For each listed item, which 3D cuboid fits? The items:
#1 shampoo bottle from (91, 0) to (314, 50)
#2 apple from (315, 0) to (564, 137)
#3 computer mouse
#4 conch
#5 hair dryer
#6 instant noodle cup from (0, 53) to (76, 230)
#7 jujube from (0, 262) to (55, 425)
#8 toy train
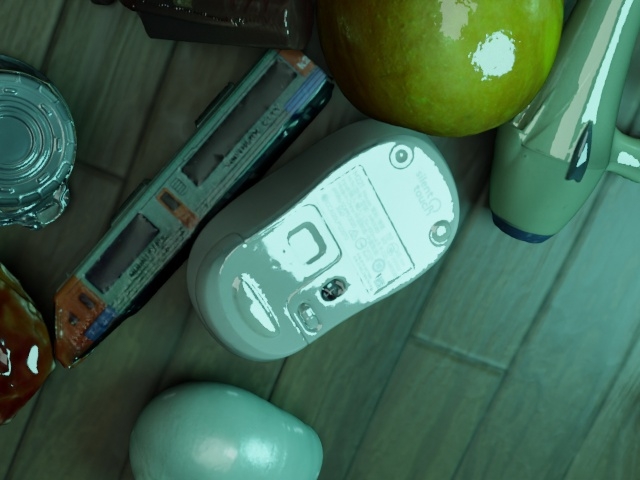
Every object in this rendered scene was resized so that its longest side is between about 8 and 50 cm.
[{"bbox_3d":[-0.122,-0.232,0.798,0.237,0.067,0.068,13,67,22],"label":"shampoo bottle"},{"bbox_3d":[0.107,-0.202,0.764,0.237,0.237,0.207,-8,101,0],"label":"apple"},{"bbox_3d":[0.000,0.000,0.861,0.297,0.121,0.184,-39,113,-9],"label":"computer mouse"},{"bbox_3d":[-0.104,0.249,0.918,0.221,0.121,0.184,18,130,-10],"label":"conch"},{"bbox_3d":[0.316,-0.150,0.831,0.298,0.119,0.295,-11,122,-7],"label":"hair dryer"},{"bbox_3d":[-0.309,-0.097,0.790,0.208,0.126,0.177,37,76,-29],"label":"instant noodle cup"},{"bbox_3d":[-0.390,0.081,0.837,0.174,0.174,0.250,-45,105,7],"label":"jujube"},{"bbox_3d":[-0.149,-0.037,0.861,0.089,0.086,0.409,43,97,-2],"label":"toy train"}]
